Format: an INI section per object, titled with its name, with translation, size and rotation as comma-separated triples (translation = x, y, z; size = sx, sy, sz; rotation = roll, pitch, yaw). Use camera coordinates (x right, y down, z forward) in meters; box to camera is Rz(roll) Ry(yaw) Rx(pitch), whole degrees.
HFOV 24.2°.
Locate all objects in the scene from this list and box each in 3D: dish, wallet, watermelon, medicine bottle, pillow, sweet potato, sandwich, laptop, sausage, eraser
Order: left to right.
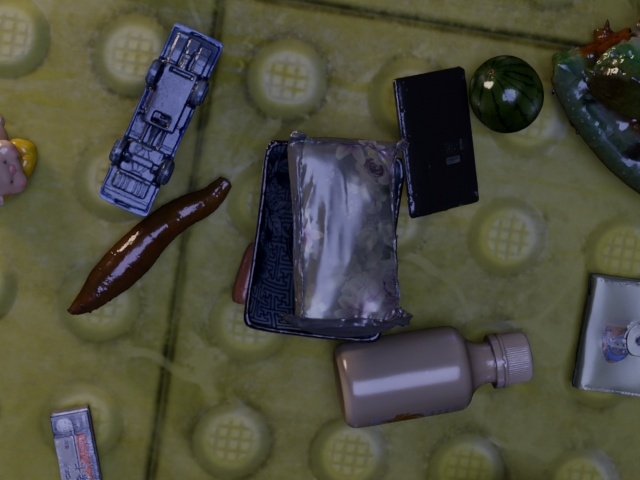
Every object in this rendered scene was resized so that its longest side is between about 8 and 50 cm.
[eraser]
translation = -0.316, 0.277, 1.938
size = 0.052, 0.029, 0.122
rotation = -9, 98, -5
[sweet potato]
translation = -0.222, 0.004, 1.898
size = 0.264, 0.057, 0.057
rotation = -43, 100, -1
[sausage]
translation = -0.091, 0.044, 1.927
size = 0.034, 0.034, 0.083
rotation = 16, 95, -8
[dish]
translation = 0.000, 0.000, 1.905
size = 0.181, 0.080, 0.243
rotation = 7, 94, -9
[pillow]
translation = 0.032, -0.008, 1.841
size = 0.169, 0.059, 0.255
rotation = 0, 93, -11
[medicine bottle]
translation = 0.147, 0.169, 1.930
size = 0.252, 0.114, 0.114
rotation = -10, 99, -5
[laptop]
translation = 0.150, -0.126, 1.906
size = 0.129, 0.016, 0.180
rotation = -15, 101, -41
[watermelon]
translation = 0.237, -0.182, 1.900
size = 0.109, 0.109, 0.109
rotation = -1, 98, -6
[wallet]
translation = 0.399, 0.126, 1.989
size = 0.110, 0.039, 0.155
rotation = 8, 97, -4
[sandwich]
translation = 0.470, -0.197, 1.890
size = 0.301, 0.162, 0.250
rotation = -36, 104, 2

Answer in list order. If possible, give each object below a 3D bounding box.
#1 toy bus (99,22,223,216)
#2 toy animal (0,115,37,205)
[toy bus]
translation = -0.197, -0.150, 1.859
size = 0.079, 0.094, 0.236
rotation = 25, 93, -2
[toy animal]
translation = -0.400, -0.103, 1.849
size = 0.091, 0.082, 0.114
rotation = -20, 99, -4
